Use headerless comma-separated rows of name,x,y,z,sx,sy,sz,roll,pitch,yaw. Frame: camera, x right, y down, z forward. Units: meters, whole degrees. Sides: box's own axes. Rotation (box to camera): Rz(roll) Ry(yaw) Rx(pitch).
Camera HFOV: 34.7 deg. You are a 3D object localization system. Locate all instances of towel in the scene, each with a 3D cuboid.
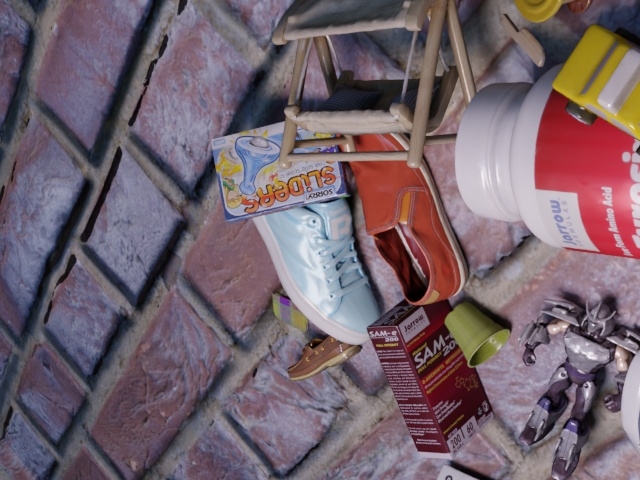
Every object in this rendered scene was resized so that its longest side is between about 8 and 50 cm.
towel,-0.055,0.133,1.900,0.083,0.009,0.060,21,129,36

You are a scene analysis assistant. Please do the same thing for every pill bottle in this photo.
pill bottle,0.369,-0.092,1.170,0.408,0.229,0.229,8,120,42

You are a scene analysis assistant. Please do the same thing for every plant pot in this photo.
plant pot,0.235,0.138,1.574,0.079,0.083,0.083,50,141,27

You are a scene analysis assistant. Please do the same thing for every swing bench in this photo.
swing bench,0.076,-0.228,1.376,0.253,0.165,0.254,3,99,44

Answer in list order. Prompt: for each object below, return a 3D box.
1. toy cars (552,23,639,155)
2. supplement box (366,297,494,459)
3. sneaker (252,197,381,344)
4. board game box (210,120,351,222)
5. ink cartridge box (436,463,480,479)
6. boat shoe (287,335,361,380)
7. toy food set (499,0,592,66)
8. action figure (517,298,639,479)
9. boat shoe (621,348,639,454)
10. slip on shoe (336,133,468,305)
toy cars,0.297,-0.249,1.044,0.177,0.087,0.393,-18,71,30
supplement box,0.177,0.212,1.629,0.073,0.130,0.239,-10,108,48
sneaker,0.000,0.000,1.666,0.366,0.135,0.150,56,143,0
board game box,-0.063,-0.114,1.609,0.201,0.035,0.136,-13,83,13
ink cartridge box,0.256,0.515,1.699,0.223,0.224,0.045,17,167,36
boat shoe,-0.001,0.206,1.857,0.178,0.064,0.060,-32,86,43
toy food set,0.288,-0.332,1.226,0.128,0.071,0.217,-121,33,-52
action figure,0.367,0.200,1.463,0.185,0.099,0.285,34,132,32
boat shoe,0.501,0.301,1.335,0.156,0.136,0.367,27,137,56
slip on shoe,0.111,-0.050,1.550,0.123,0.101,0.331,-20,99,51
